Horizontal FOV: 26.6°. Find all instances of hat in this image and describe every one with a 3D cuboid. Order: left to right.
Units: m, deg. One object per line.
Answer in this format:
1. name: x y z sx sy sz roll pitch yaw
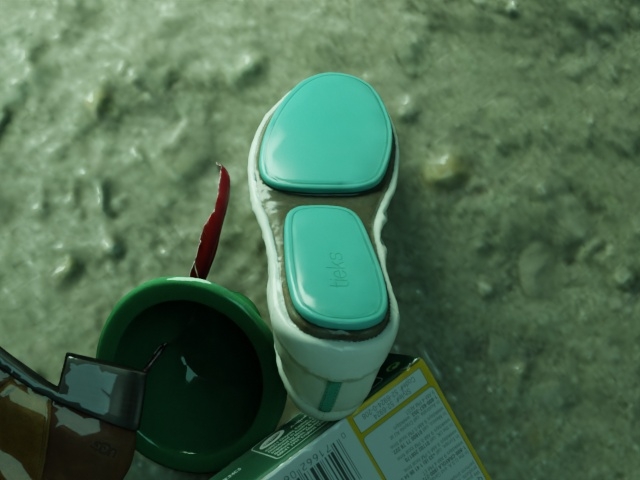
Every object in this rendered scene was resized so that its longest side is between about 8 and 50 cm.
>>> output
1. hat: -0.085 0.079 1.219 0.173 0.183 0.208 27 113 6

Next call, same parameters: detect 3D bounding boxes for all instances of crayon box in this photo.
1. crayon box: 0.068 0.284 1.140 0.203 0.083 0.323 -34 102 -21

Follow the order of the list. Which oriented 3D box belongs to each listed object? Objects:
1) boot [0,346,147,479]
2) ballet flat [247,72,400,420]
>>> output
1. boot: -0.295 0.216 1.109 0.264 0.096 0.280 15 86 -12
2. ballet flat: 0.000 0.000 1.177 0.139 0.139 0.400 14 35 -11
